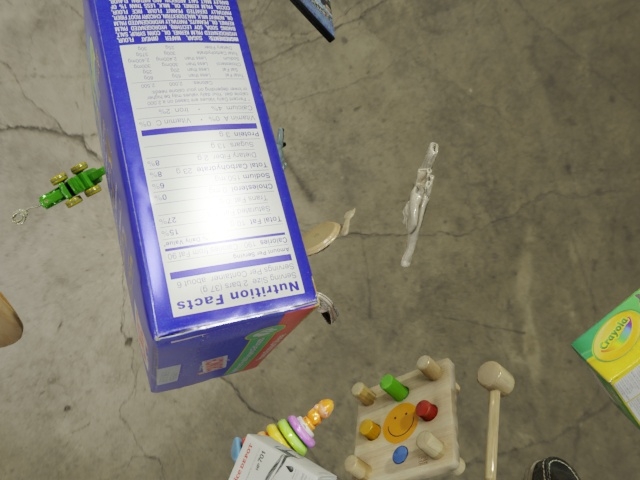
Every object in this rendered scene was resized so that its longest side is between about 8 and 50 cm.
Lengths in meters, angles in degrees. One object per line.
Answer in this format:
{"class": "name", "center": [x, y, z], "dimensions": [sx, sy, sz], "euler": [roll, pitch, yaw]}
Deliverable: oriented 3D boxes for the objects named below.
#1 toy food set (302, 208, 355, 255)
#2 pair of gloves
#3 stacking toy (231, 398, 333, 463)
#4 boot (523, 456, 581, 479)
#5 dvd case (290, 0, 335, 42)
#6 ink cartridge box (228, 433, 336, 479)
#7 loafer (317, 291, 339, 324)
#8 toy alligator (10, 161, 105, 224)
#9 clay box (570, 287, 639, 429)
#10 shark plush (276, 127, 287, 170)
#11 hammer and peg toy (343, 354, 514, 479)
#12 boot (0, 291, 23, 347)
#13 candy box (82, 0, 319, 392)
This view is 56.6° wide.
{"class": "toy food set", "center": [0.000, 0.000, 1.417], "dimensions": [0.192, 0.132, 0.039], "euler": [-22, 116, 25]}
{"class": "pair of gloves", "center": [0.201, -0.081, 1.257], "dimensions": [0.042, 0.240, 0.204], "euler": [14, 124, 5]}
{"class": "stacking toy", "center": [-0.081, 0.541, 1.630], "dimensions": [0.301, 0.175, 0.166], "euler": [-38, 97, -8]}
{"class": "boot", "center": [0.422, 0.401, 0.776], "dimensions": [0.138, 0.377, 0.284], "euler": [25, 121, -11]}
{"class": "dvd case", "center": [-0.033, -0.640, 1.536], "dimensions": [0.180, 0.022, 0.253], "euler": [36, 35, -36]}
{"class": "ink cartridge box", "center": [-0.083, 0.487, 1.170], "dimensions": [0.082, 0.190, 0.140], "euler": [33, 77, -54]}
{"class": "loafer", "center": [0.012, 0.177, 1.535], "dimensions": [0.125, 0.045, 0.039], "euler": [54, 52, -47]}
{"class": "toy alligator", "center": [-0.441, -0.084, 1.026], "dimensions": [0.189, 0.051, 0.056], "euler": [-29, 102, -1]}
{"class": "clay box", "center": [0.329, 0.058, 0.494], "dimensions": [0.222, 0.053, 0.127], "euler": [-42, 128, 6]}
{"class": "shark plush", "center": [-0.095, -0.159, 1.284], "dimensions": [0.073, 0.067, 0.161], "euler": [28, 100, 6]}
{"class": "hammer and peg toy", "center": [0.215, 0.372, 1.229], "dimensions": [0.127, 0.361, 0.266], "euler": [44, 35, -26]}
{"class": "boot", "center": [-0.481, -0.014, 0.742], "dimensions": [0.104, 0.211, 0.295], "euler": [-30, 131, 7]}
{"class": "candy box", "center": [-0.124, -0.046, 0.529], "dimensions": [0.122, 0.268, 0.317], "euler": [-9, 73, -20]}
